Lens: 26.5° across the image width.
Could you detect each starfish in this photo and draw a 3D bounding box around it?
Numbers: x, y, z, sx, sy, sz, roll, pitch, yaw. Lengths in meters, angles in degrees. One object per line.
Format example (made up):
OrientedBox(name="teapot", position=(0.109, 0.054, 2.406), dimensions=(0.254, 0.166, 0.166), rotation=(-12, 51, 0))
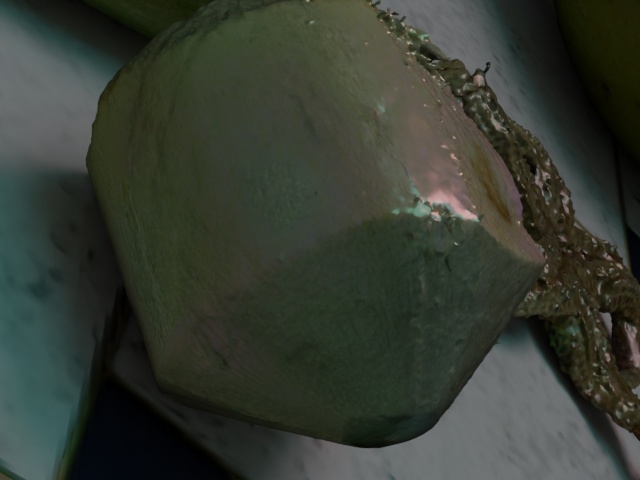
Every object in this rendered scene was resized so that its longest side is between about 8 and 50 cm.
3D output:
OrientedBox(name="starfish", position=(0.109, 0.009, 0.602), dimensions=(0.150, 0.053, 0.210), rotation=(-11, 70, -55))

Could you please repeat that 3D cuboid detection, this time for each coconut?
OrientedBox(name="coconut", position=(0.000, 0.000, 0.382), dimensions=(0.116, 0.116, 0.122), rotation=(7, 53, -54))

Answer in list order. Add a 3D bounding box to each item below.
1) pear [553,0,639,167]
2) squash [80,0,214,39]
OrientedBox(name="pear", position=(0.276, -0.159, 0.828), dimensions=(0.287, 0.287, 0.375), rotation=(17, 29, -49))
OrientedBox(name="squash", position=(-0.067, -0.110, 0.438), dimensions=(0.200, 0.075, 0.090), rotation=(18, 71, -46))
